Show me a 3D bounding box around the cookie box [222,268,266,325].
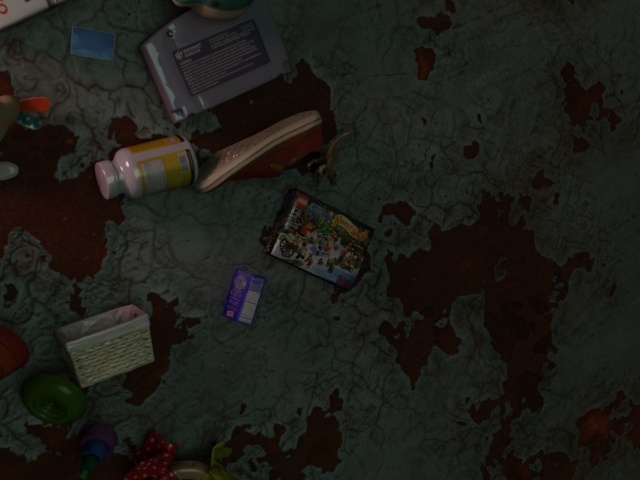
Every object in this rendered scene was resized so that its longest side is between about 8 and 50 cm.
[{"bbox_3d":[-0.165,0.121,1.697,0.040,0.092,0.107,20,86,-27],"label":"cookie box"}]

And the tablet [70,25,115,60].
[{"bbox_3d":[-0.440,-0.380,1.528,0.083,0.006,0.054,3,94,-32],"label":"tablet"}]

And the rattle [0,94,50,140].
[{"bbox_3d":[-0.616,-0.237,1.428,0.199,0.142,0.130,-44,149,-35],"label":"rattle"}]

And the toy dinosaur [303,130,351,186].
[{"bbox_3d":[0.013,-0.178,1.754,0.053,0.183,0.092,39,62,16],"label":"toy dinosaur"}]

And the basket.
[{"bbox_3d":[-0.418,0.205,1.546,0.167,0.113,0.103,-19,107,-27],"label":"basket"}]

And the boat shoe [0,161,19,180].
[{"bbox_3d":[-0.602,-0.128,1.444,0.100,0.035,0.035,1,95,-30],"label":"boat shoe"}]

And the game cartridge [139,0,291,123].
[{"bbox_3d":[-0.216,-0.387,1.634,0.294,0.060,0.196,-30,113,-25],"label":"game cartridge"}]

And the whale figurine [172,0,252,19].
[{"bbox_3d":[-0.244,-0.546,1.528,0.272,0.141,0.216,22,55,-15],"label":"whale figurine"}]

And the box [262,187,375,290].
[{"bbox_3d":[0.000,0.000,1.807,0.233,0.044,0.159,26,83,-30],"label":"box"}]

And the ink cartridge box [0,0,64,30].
[{"bbox_3d":[-0.516,-0.511,1.406,0.273,0.114,0.197,-35,112,-22],"label":"ink cartridge box"}]

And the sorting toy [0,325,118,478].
[{"bbox_3d":[-0.529,0.316,1.458,0.365,0.127,0.126,50,28,-24],"label":"sorting toy"}]

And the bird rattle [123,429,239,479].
[{"bbox_3d":[-0.288,0.519,1.655,0.253,0.143,0.207,7,108,-28],"label":"bird rattle"}]

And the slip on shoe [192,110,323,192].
[{"bbox_3d":[-0.121,-0.173,1.680,0.331,0.123,0.101,-31,114,-29],"label":"slip on shoe"}]

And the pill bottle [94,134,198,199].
[{"bbox_3d":[-0.342,-0.140,1.556,0.184,0.103,0.103,-18,105,-27],"label":"pill bottle"}]
